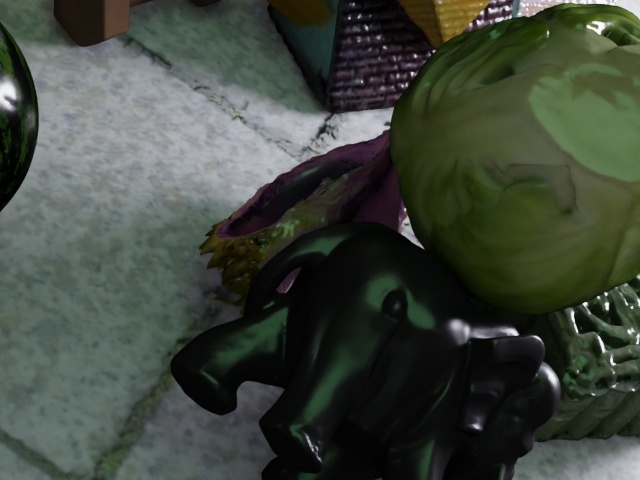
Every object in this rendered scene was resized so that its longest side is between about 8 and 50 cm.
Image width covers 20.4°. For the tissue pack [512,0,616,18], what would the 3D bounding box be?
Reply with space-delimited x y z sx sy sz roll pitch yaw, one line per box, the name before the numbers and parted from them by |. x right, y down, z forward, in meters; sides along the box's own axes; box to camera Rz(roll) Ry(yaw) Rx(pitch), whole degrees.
tissue pack | 0.268 -0.297 2.163 0.155 0.065 0.115 -2 20 -30

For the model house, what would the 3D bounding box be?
model house | 0.093 -0.257 1.980 0.280 0.230 0.249 -11 87 -33

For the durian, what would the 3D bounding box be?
durian | -0.006 0.010 1.752 0.260 0.153 0.186 -22 89 -40

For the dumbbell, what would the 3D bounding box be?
dumbbell | -0.180 -0.274 1.899 0.231 0.082 0.092 -26 70 -41

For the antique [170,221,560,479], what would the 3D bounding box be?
antique | 0.061 0.134 1.605 0.255 0.185 0.322 -46 107 -26

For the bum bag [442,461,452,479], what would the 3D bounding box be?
bum bag | 0.089 0.177 1.727 0.087 0.049 0.198 -33 77 -37

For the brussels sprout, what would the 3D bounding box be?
brussels sprout | 0.217 -0.080 1.665 0.289 0.354 0.281 -18 85 -11

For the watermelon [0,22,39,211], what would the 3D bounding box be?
watermelon | -0.371 -0.107 1.549 0.269 0.269 0.269 16 49 -19

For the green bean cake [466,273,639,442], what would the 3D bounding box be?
green bean cake | 0.284 0.077 1.868 0.241 0.132 0.255 0 56 -26
